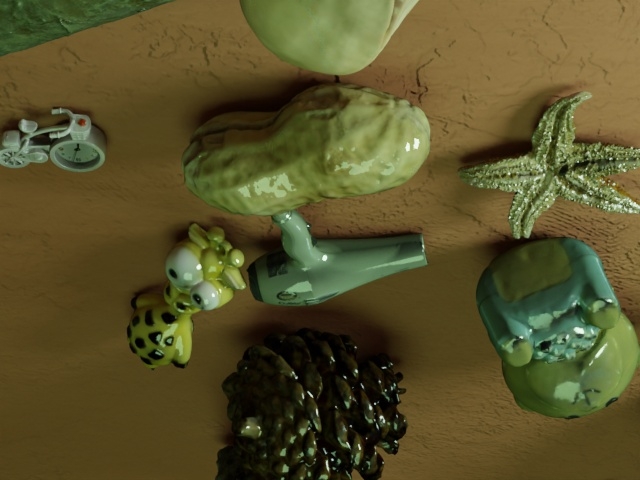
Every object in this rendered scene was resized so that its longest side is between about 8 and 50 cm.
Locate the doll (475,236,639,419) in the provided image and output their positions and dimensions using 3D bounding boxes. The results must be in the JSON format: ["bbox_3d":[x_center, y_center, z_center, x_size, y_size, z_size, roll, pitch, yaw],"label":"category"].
[{"bbox_3d":[0.298,0.119,1.921,0.177,0.161,0.261,-26,137,6],"label":"doll"}]

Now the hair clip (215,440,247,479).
[{"bbox_3d":[-0.084,0.334,2.250,0.138,0.091,0.321,24,180,-6],"label":"hair clip"}]

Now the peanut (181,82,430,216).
[{"bbox_3d":[-0.021,-0.097,1.691,0.290,0.130,0.130,-13,141,24],"label":"peanut"}]

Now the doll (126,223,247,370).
[{"bbox_3d":[-0.178,0.081,1.997,0.117,0.086,0.291,48,139,5],"label":"doll"}]

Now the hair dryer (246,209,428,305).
[{"bbox_3d":[0.028,0.005,1.864,0.219,0.088,0.225,-3,151,-12],"label":"hair dryer"}]

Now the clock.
[{"bbox_3d":[-0.313,-0.113,1.783,0.129,0.041,0.087,-2,149,1],"label":"clock"}]

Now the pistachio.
[{"bbox_3d":[0.030,-0.268,1.388,0.187,0.187,0.299,15,147,-13],"label":"pistachio"}]

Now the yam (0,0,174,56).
[{"bbox_3d":[-0.245,-0.273,1.448,0.304,0.168,0.168,-12,141,27],"label":"yam"}]

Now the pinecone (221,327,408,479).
[{"bbox_3d":[0.001,0.237,2.068,0.257,0.243,0.243,3,146,-12],"label":"pinecone"}]

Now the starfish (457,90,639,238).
[{"bbox_3d":[0.273,-0.084,1.738,0.227,0.043,0.240,5,142,-2],"label":"starfish"}]
